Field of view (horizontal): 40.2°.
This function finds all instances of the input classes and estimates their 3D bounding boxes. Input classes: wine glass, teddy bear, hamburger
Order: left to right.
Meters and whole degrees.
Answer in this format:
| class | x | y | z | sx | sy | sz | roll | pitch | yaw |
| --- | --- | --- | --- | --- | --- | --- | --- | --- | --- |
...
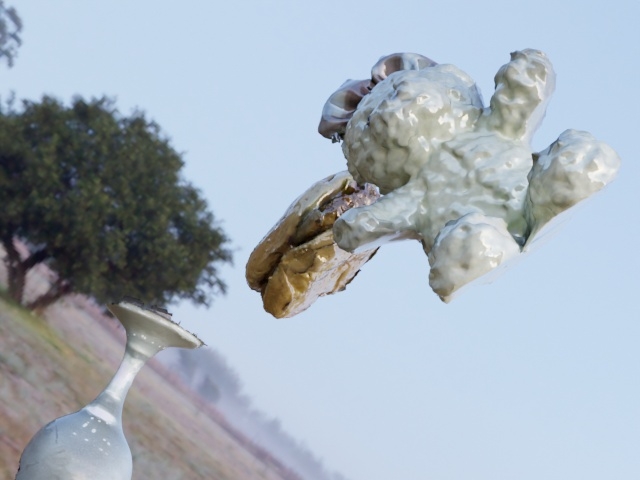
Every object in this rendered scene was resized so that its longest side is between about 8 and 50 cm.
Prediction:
| class | x | y | z | sx | sy | sz | roll | pitch | yaw |
| --- | --- | --- | --- | --- | --- | --- | --- | --- | --- |
| wine glass | -0.263 | 0.229 | 1.040 | 0.143 | 0.321 | 0.143 | 22 | -20 | 9 |
| hamburger | 0.000 | 0.000 | 1.485 | 0.283 | 0.260 | 0.144 | -46 | -108 | 37 |
| teddy bear | 0.129 | -0.122 | 1.022 | 0.362 | 0.327 | 0.375 | 53 | 6 | 12 |
